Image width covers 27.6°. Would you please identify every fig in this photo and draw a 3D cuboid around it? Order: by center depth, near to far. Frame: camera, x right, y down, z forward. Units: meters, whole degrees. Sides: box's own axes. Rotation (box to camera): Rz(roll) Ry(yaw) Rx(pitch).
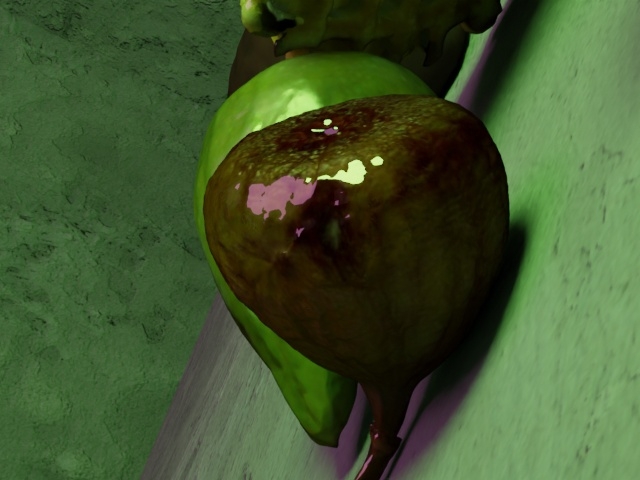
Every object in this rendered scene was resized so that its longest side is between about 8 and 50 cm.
[{"bbox_3d":[0.030,0.035,0.620,0.146,0.134,0.201,1,108,56],"label":"fig"},{"bbox_3d":[-0.010,-0.011,0.785,0.233,0.167,0.167,-59,2,-32],"label":"fig"}]

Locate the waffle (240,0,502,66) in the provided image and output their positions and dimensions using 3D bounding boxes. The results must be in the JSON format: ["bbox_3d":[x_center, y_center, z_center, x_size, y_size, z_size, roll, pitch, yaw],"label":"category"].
[{"bbox_3d":[0.057,-0.233,0.799,0.329,0.062,0.329,-32,-36,-26],"label":"waffle"}]

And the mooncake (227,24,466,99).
[{"bbox_3d":[0.041,-0.216,1.143,0.325,0.174,0.334,-62,5,2],"label":"mooncake"}]
